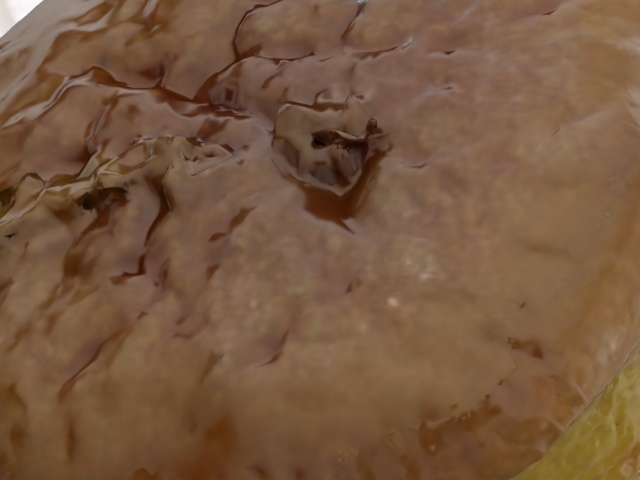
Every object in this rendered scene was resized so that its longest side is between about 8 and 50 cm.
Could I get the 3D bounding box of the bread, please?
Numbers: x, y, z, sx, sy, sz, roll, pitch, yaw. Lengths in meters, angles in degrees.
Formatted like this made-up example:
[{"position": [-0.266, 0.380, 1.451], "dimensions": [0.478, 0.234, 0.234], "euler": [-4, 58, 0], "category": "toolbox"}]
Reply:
[{"position": [-0.003, 0.004, 0.595], "dimensions": [0.312, 0.312, 0.172], "euler": [-28, -48, 0], "category": "bread"}]
